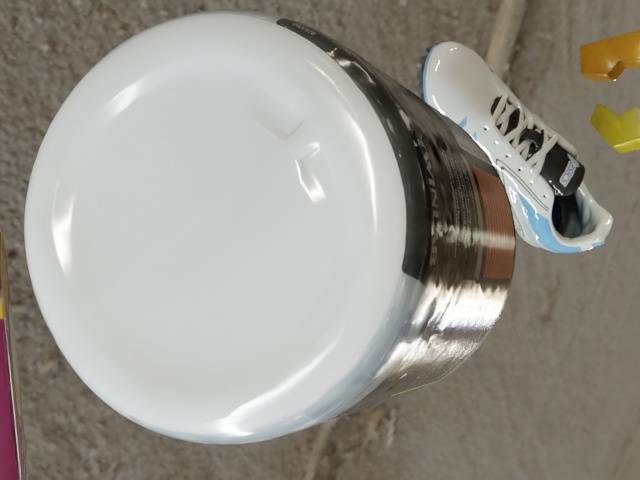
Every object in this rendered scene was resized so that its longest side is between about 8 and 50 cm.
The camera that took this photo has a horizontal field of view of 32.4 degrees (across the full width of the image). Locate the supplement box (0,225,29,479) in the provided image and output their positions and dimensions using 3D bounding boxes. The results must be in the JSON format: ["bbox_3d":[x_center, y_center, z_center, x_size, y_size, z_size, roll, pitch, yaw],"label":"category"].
[{"bbox_3d":[-0.204,0.098,0.600,0.080,0.104,0.188,-5,114,-14],"label":"supplement box"}]

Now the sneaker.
[{"bbox_3d":[0.164,-0.078,0.908,0.237,0.086,0.085,45,61,-31],"label":"sneaker"}]

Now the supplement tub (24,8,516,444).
[{"bbox_3d":[0.000,0.000,0.611,0.194,0.193,0.316,-67,161,4],"label":"supplement tub"}]

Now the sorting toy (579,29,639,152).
[{"bbox_3d":[0.359,-0.133,0.899,0.041,0.307,0.229,25,60,-50],"label":"sorting toy"}]
